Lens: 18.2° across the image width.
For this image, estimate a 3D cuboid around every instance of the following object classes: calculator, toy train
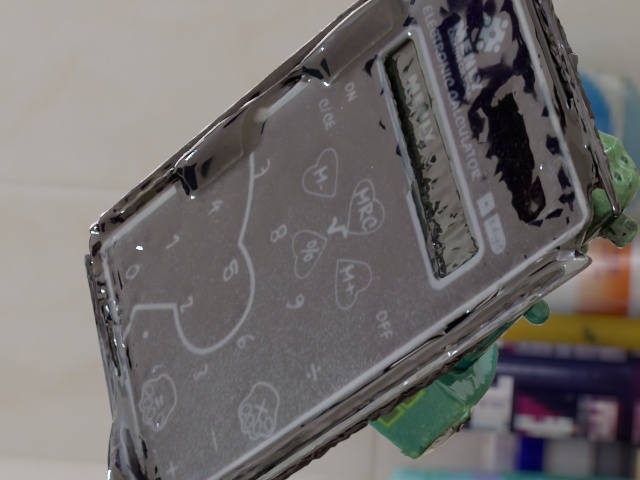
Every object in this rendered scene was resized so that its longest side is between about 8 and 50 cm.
[{"bbox_3d":[0.000,0.000,0.794,0.274,0.028,0.165,-37,51,34],"label":"calculator"},{"bbox_3d":[0.091,0.004,1.404,0.298,0.194,0.120,-48,4,34],"label":"toy train"}]
